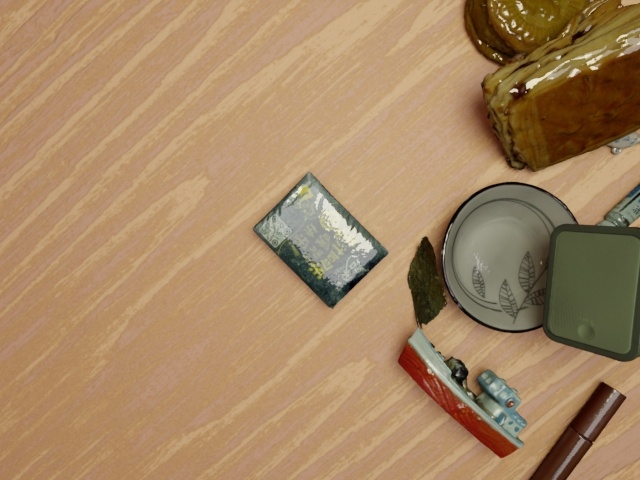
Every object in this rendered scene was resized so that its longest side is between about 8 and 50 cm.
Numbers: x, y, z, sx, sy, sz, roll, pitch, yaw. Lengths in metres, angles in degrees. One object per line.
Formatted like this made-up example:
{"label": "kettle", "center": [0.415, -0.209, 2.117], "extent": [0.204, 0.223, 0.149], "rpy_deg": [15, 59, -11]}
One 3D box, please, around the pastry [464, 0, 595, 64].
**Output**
{"label": "pastry", "center": [0.433, -0.499, 0.844], "extent": [0.235, 0.132, 0.240], "rpy_deg": [-28, 99, -5]}

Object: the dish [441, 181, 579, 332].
{"label": "dish", "center": [0.401, 0.035, 0.877], "extent": [0.316, 0.106, 0.316], "rpy_deg": [0, 90, -2]}

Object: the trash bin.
{"label": "trash bin", "center": [0.615, 0.088, 0.778], "extent": [0.343, 0.158, 0.223], "rpy_deg": [2, 94, -29]}

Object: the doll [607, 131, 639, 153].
{"label": "doll", "center": [0.658, -0.249, 0.881], "extent": [0.135, 0.071, 0.113], "rpy_deg": [-17, 111, 10]}

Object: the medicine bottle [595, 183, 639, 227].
{"label": "medicine bottle", "center": [0.701, -0.083, 0.889], "extent": [0.191, 0.051, 0.051], "rpy_deg": [-44, 91, 5]}

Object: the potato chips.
{"label": "potato chips", "center": [0.233, 0.098, 0.884], "extent": [0.026, 0.142, 0.209], "rpy_deg": [-3, 118, -22]}

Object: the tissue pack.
{"label": "tissue pack", "center": [0.000, 0.000, 0.906], "extent": [0.185, 0.081, 0.257], "rpy_deg": [-44, 91, 5]}

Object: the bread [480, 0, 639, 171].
{"label": "bread", "center": [0.497, -0.300, 0.783], "extent": [0.324, 0.277, 0.167], "rpy_deg": [-23, 53, 25]}

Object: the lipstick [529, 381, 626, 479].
{"label": "lipstick", "center": [0.575, 0.488, 0.928], "extent": [0.057, 0.057, 0.357], "rpy_deg": [32, 94, 0]}

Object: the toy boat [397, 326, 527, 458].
{"label": "toy boat", "center": [0.315, 0.313, 0.881], "extent": [0.332, 0.145, 0.133], "rpy_deg": [42, 94, -7]}
